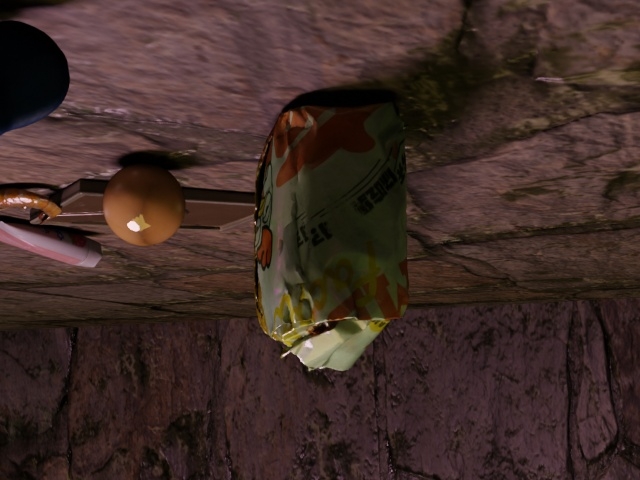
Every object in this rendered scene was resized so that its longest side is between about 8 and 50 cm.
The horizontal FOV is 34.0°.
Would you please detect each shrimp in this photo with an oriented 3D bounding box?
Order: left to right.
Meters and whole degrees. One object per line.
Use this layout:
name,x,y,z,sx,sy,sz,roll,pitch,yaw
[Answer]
shrimp,-0.334,-0.034,1.134,0.114,0.023,0.083,-3,160,24

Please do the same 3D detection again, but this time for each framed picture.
framed picture,-0.187,-0.033,1.217,0.260,0.023,0.189,3,170,-30

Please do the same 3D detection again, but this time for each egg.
egg,-0.171,-0.035,1.006,0.080,0.080,0.096,-2,175,4

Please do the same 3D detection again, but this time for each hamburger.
hamburger,0.001,0.001,0.869,0.125,0.214,0.235,12,174,-14

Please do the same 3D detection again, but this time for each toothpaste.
toothpaste,-0.368,-0.001,1.370,0.067,0.042,0.194,-4,166,31

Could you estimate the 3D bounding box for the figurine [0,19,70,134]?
figurine,-0.305,-0.041,0.597,0.339,0.204,0.283,-14,147,-3
